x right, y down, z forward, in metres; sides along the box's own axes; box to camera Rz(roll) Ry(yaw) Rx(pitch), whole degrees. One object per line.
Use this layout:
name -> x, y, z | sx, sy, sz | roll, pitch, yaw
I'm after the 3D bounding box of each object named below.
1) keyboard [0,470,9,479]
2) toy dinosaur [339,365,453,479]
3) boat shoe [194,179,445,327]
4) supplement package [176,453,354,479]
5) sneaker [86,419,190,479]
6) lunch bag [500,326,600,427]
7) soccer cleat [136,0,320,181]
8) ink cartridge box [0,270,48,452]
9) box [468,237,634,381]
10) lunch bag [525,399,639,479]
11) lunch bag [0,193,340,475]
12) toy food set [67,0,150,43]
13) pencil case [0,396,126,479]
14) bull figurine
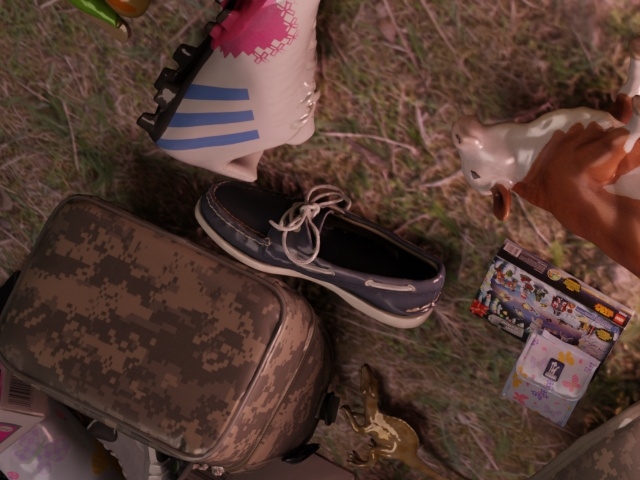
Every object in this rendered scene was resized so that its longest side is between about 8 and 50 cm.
keyboard -> -0.420, 0.347, 2.406 | 0.180, 0.023, 0.108 | 10, 141, 29
toy dinosaur -> 0.077, 0.220, 1.861 | 0.093, 0.053, 0.183 | -22, 113, 46
boat shoe -> 0.000, 0.000, 1.663 | 0.254, 0.095, 0.079 | 29, 143, 9
supplement package -> -0.089, 0.381, 2.053 | 0.175, 0.177, 0.293 | 25, 140, 15
sneaker -> -0.226, 0.270, 2.137 | 0.132, 0.086, 0.228 | 23, 130, 25
lunch bag -> 0.215, 0.124, 1.611 | 0.071, 0.053, 0.083 | 29, 137, 7
soccer cleat -> -0.043, -0.162, 1.539 | 0.143, 0.116, 0.331 | 28, 146, -13
ink cartridge box -> -0.420, 0.185, 2.118 | 0.069, 0.175, 0.371 | 14, 151, -24
box -> 0.214, 0.066, 1.617 | 0.137, 0.027, 0.094 | 30, 143, 9
lunch bag -> 0.313, 0.282, 1.586 | 0.235, 0.169, 0.287 | 66, 147, 18
lunch bag -> -0.143, 0.110, 1.798 | 0.305, 0.212, 0.256 | 23, 177, 19
toy food set -> -0.209, -0.263, 1.605 | 0.132, 0.038, 0.192 | 37, 142, 1
pencil case -> -0.312, 0.316, 2.205 | 0.124, 0.113, 0.273 | -40, 105, 11
bull figurine -> 0.259, -0.043, 1.411 | 0.310, 0.101, 0.188 | 35, 140, 4
